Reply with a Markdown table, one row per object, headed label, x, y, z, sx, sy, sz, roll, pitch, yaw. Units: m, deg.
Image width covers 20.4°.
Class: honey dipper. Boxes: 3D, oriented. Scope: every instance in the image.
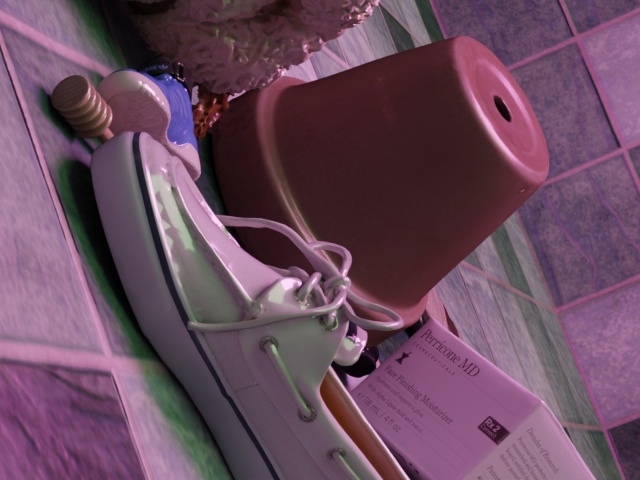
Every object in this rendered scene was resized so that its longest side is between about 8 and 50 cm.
| label | x | y | z | sx | sy | sz | roll | pitch | yaw |
| --- | --- | --- | --- | --- | --- | --- | --- | --- | --- |
| honey dipper | -0.141 | -0.061 | 1.267 | 0.160 | 0.030 | 0.030 | 53 | 18 | -52 |

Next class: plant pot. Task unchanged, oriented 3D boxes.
| label | x | y | z | sx | sy | sz | roll | pitch | yaw |
| --- | --- | --- | --- | --- | --- | --- | --- | --- | --- |
| plant pot | 0.069 | -0.068 | 1.586 | 0.263 | 0.229 | 0.263 | 43 | 29 | -31 |

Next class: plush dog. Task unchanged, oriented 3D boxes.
| label | x | y | z | sx | sy | sz | roll | pitch | yaw |
| --- | --- | --- | --- | --- | --- | --- | --- | --- | --- |
| plush dog | -0.113 | -0.222 | 1.433 | 0.225 | 0.210 | 0.262 | 42 | -5 | -31 |

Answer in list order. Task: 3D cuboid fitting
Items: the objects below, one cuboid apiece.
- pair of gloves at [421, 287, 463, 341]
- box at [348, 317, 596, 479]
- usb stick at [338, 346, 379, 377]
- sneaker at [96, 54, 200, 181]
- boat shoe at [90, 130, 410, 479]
| label | x | y | z | sx | sy | sz | roll | pitch | yaw |
| --- | --- | --- | --- | --- | --- | --- | --- | --- | --- |
| pair of gloves | 0.144 | 0.157 | 2.055 | 0.204 | 0.042 | 0.240 | 56 | 17 | -52 |
| box | 0.145 | 0.197 | 1.630 | 0.181 | 0.119 | 0.182 | 37 | -14 | 51 |
| usb stick | 0.000 | 0.000 | 1.719 | 0.077 | 0.045 | 0.278 | 58 | 13 | -62 |
| sneaker | -0.131 | -0.107 | 1.316 | 0.152 | 0.058 | 0.084 | 53 | 23 | -61 |
| boat shoe | -0.019 | 0.068 | 1.245 | 0.136 | 0.156 | 0.367 | -78 | 143 | -70 |
